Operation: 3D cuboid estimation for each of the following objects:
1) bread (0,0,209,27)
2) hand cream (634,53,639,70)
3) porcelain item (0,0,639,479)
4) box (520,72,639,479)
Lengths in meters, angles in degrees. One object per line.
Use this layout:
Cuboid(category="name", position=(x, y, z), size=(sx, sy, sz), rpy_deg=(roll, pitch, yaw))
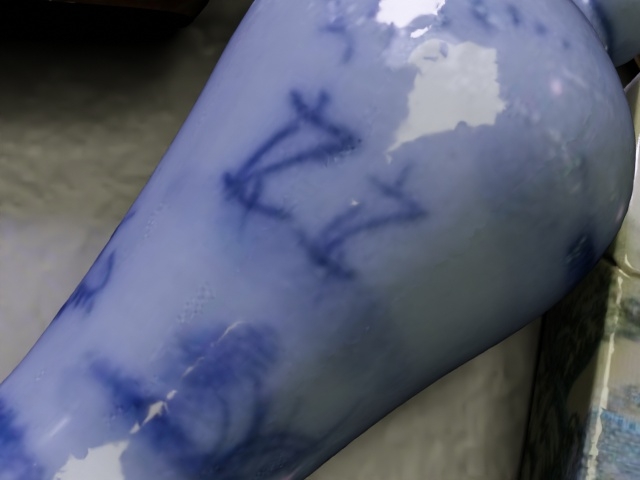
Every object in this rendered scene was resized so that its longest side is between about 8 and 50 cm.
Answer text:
Cuboid(category="bread", position=(-0.112, -0.180, 0.495), size=(0.224, 0.142, 0.211), rpy_deg=(3, 88, -11))
Cuboid(category="hand cream", position=(0.213, -0.116, 0.587), size=(0.203, 0.084, 0.084), rpy_deg=(-30, 81, -26))
Cuboid(category="porcelain item", position=(0.000, 0.000, 0.468), size=(0.141, 0.141, 0.259), rpy_deg=(43, 76, 4))
Cuboid(category="box", position=(0.153, 0.087, 0.506), size=(0.164, 0.069, 0.256), rpy_deg=(15, 69, -8))
